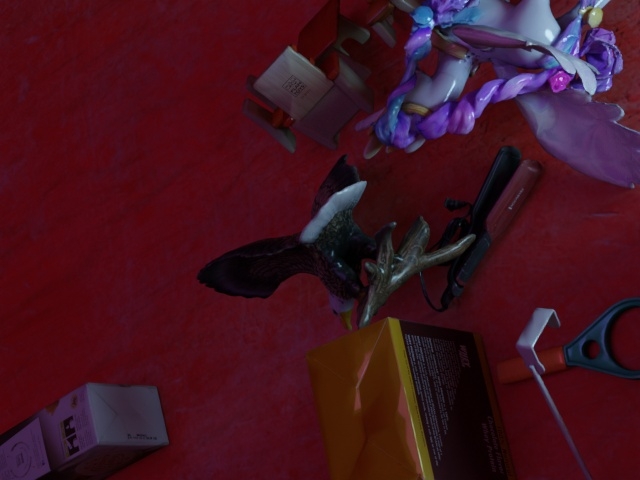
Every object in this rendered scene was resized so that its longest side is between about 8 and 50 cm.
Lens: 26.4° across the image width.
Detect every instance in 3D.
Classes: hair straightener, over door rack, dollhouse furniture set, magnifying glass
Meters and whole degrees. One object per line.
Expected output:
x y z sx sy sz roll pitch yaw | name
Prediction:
0.187 -0.016 1.684 0.089 0.047 0.230 44 116 45 | hair straightener
0.331 0.231 1.362 0.239 0.108 0.324 4 125 40 | over door rack
-0.004 -0.239 1.747 0.262 0.135 0.259 -45 21 25 | dollhouse furniture set
0.304 0.127 1.561 0.231 0.026 0.092 -20 69 37 | magnifying glass

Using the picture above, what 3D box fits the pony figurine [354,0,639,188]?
0.233 -0.225 1.552 0.351 0.303 0.363 15 71 41 | pony figurine

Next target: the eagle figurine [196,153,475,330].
-0.001 0.011 1.690 0.298 0.226 0.225 28 106 47 | eagle figurine

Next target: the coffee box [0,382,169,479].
-0.364 0.303 2.027 0.246 0.141 0.098 -31 64 32 | coffee box

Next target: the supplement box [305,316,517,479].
0.108 0.209 1.601 0.129 0.194 0.191 -26 66 34 | supplement box
